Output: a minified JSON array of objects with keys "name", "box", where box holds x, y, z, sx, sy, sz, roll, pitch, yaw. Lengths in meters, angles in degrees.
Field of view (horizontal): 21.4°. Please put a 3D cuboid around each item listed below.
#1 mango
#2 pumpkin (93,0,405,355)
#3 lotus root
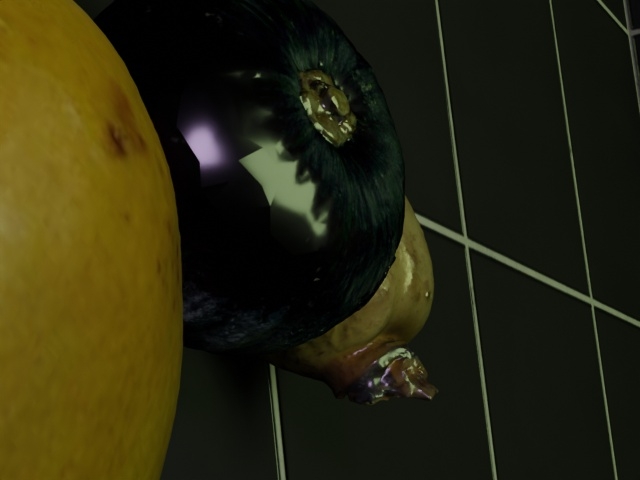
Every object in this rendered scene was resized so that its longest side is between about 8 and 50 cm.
[{"name":"mango","box":[-0.188,0.087,0.555,0.300,0.232,0.445,58,38,-51]},{"name":"pumpkin","box":[-0.052,-0.048,0.990,0.233,0.163,0.233,30,47,-37]},{"name":"lotus root","box":[0.000,0.000,1.166,0.154,0.140,0.257,14,60,-59]}]
